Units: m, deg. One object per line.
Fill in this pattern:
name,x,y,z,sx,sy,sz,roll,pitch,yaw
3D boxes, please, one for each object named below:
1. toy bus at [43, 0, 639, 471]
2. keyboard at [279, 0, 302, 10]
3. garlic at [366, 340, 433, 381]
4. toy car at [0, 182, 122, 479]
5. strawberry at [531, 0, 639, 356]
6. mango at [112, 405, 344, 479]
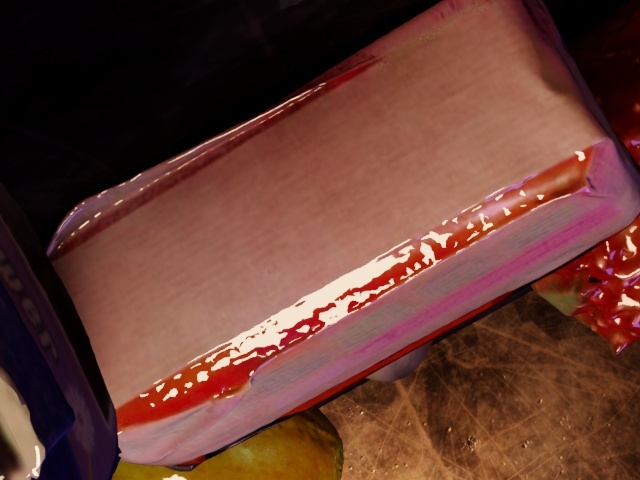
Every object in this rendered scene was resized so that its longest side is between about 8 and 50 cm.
toy bus,0.000,0.000,0.622,0.302,0.127,0.147,-29,165,13
keyboard,0.072,-0.136,0.460,0.198,0.010,0.063,-28,172,-4
garlic,0.064,0.053,1.169,0.128,0.148,0.266,7,176,4
toy car,-0.174,0.062,0.369,0.235,0.172,0.158,-26,-175,10
strawberry,0.204,-0.071,0.766,0.244,0.205,0.205,-56,161,17
mango,-0.102,0.120,0.774,0.232,0.111,0.125,12,151,6
